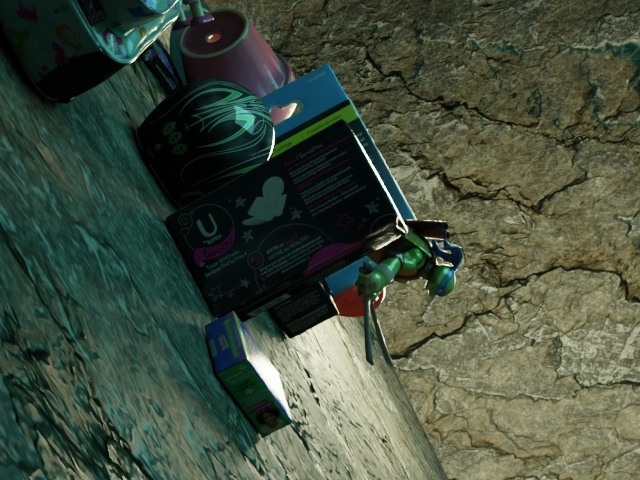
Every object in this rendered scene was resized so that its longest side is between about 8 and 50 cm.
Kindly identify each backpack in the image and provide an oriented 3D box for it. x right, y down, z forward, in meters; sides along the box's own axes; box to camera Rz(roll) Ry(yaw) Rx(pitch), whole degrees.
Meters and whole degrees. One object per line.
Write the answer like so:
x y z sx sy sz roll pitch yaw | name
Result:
-0.247 -0.293 1.233 0.253 0.191 0.225 54 26 -15 | backpack

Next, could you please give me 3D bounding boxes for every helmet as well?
-0.141 -0.132 1.635 0.169 0.161 0.169 60 4 -7 | helmet

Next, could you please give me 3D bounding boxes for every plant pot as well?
-0.157 -0.298 2.208 0.180 0.201 0.201 67 -1 -45 | plant pot

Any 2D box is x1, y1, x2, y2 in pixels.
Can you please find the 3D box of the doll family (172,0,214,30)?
-0.246 -0.297 1.410 0.118 0.263 0.163 -34 112 -46 | doll family

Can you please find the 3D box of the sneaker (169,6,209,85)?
-0.198 -0.304 2.446 0.208 0.127 0.319 -93 163 -77 | sneaker

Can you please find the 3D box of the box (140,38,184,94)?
-0.282 -0.319 2.138 0.116 0.029 0.162 64 3 31 | box

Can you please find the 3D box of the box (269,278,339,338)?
-0.060 0.038 1.958 0.158 0.093 0.156 59 5 -42 | box

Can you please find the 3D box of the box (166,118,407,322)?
-0.037 -0.020 1.544 0.142 0.247 0.163 63 4 9 | box

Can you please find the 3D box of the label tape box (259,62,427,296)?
-0.016 -0.086 2.140 0.348 0.249 0.115 60 -13 -1 | label tape box

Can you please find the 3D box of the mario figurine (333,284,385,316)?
0.000 0.000 2.288 0.320 0.170 0.198 50 -23 -7 | mario figurine

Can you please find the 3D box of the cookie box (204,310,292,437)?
-0.078 0.144 1.363 0.107 0.040 0.092 57 6 -33 | cookie box

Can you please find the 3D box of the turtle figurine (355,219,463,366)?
0.058 0.049 1.982 0.266 0.275 0.198 40 26 12 | turtle figurine
